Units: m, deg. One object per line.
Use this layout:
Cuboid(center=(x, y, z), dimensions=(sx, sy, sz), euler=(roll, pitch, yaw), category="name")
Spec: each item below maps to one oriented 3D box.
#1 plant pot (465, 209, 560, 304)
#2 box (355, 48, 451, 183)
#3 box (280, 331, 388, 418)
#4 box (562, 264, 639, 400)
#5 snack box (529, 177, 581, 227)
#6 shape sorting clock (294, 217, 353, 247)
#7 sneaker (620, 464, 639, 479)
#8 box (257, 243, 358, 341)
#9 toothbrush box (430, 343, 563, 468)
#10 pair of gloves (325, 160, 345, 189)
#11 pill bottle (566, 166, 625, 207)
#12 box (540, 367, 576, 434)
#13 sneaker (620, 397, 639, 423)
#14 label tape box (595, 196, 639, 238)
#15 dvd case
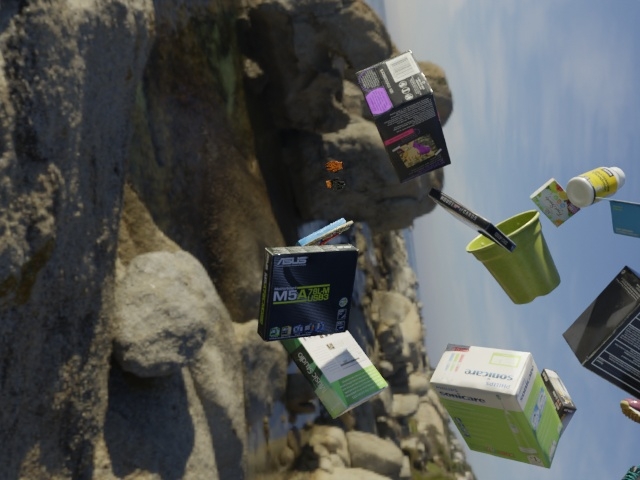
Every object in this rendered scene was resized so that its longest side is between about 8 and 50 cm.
Cuboid(center=(0.688, 0.071, 2.197), dimensions=(0.254, 0.276, 0.276), euler=(58, 11, -4), category="plant pot")
Cuboid(center=(0.205, -0.291, 1.536), dimensions=(0.270, 0.143, 0.165), euler=(56, 14, -56), category="box")
Cuboid(center=(0.015, 0.289, 1.657), dimensions=(0.322, 0.058, 0.232), euler=(52, 26, 20), category="box")
Cuboid(center=(0.942, 0.284, 1.879), dimensions=(0.294, 0.296, 0.182), euler=(-55, -167, 18), category="box")
Cuboid(center=(0.795, -0.127, 2.158), dimensions=(0.141, 0.100, 0.037), euler=(44, 20, -10), category="snack box")
Cuboid(center=(0.000, 0.000, 1.763), dimensions=(0.040, 0.206, 0.206), euler=(61, 7, 6), category="shape sorting clock")
Cuboid(center=(0.827, 0.639, 1.694), dimensions=(0.166, 0.065, 0.076), euler=(1, 93, -40), category="sneaker")
Cuboid(center=(-0.025, 0.101, 1.259), dimensions=(0.045, 0.191, 0.184), euler=(38, -55, 55), category="box")
Cuboid(center=(0.412, 0.382, 1.476), dimensions=(0.283, 0.206, 0.122), euler=(57, 51, -31), category="toothbrush box")
Cuboid(center=(0.040, -0.183, 1.798), dimensions=(0.010, 0.074, 0.083), euler=(-17, 106, -42), category="pair of gloves")
Cuboid(center=(0.893, -0.178, 2.055), dimensions=(0.103, 0.184, 0.103), euler=(44, -35, 43), category="pill bottle")
Cuboid(center=(0.852, 0.617, 2.369), dimensions=(0.231, 0.056, 0.183), euler=(-86, -166, -66), category="box")
Cuboid(center=(0.633, 0.306, 1.148), dimensions=(0.069, 0.186, 0.083), euler=(126, -15, -79), category="sneaker")
Cuboid(center=(0.999, -0.047, 1.857), dimensions=(0.241, 0.334, 0.105), euler=(21, -74, 61), category="label tape box")
Cuboid(center=(0.387, -0.049, 1.612), dimensions=(0.029, 0.179, 0.239), euler=(-57, 146, 6), category="dvd case")
